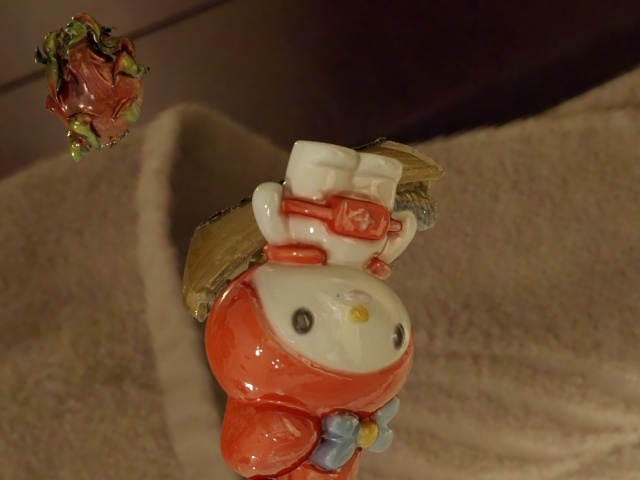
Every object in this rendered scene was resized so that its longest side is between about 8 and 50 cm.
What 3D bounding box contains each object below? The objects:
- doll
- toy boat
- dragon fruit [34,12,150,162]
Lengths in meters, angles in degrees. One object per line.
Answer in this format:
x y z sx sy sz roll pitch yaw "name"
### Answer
-0.006 0.076 1.151 0.130 0.161 0.290 13 92 59 "doll"
0.000 0.000 1.535 0.121 0.321 0.089 46 142 25 "toy boat"
-0.274 -0.192 1.826 0.175 0.138 0.142 58 -144 -49 "dragon fruit"
